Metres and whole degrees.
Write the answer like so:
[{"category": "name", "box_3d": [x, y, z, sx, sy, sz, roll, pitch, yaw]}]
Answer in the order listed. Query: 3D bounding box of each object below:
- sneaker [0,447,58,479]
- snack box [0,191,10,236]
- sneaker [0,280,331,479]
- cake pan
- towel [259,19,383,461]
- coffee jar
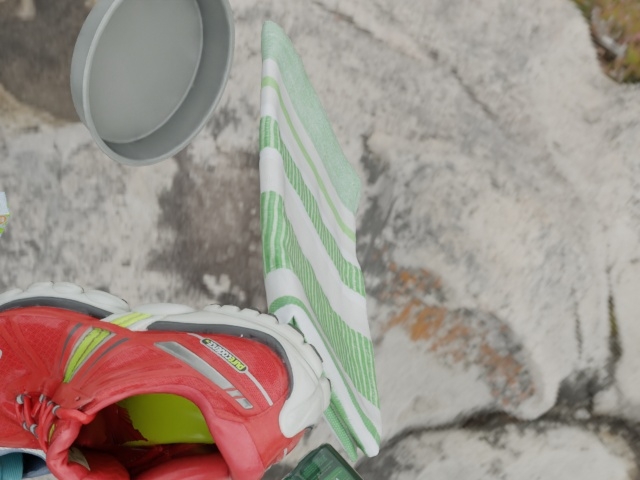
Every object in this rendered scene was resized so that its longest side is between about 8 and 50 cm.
[{"category": "sneaker", "box_3d": [-0.272, 0.138, 1.054, 0.283, 0.110, 0.122, 16, 76, 28]}, {"category": "snack box", "box_3d": [-0.461, -0.015, 1.553, 0.141, 0.100, 0.037, -5, 62, -33]}, {"category": "sneaker", "box_3d": [-0.134, 0.093, 0.737, 0.279, 0.107, 0.118, -4, 26, 29]}, {"category": "cake pan", "box_3d": [-0.236, -0.249, 1.783, 0.054, 0.293, 0.293, 26, 62, 31]}, {"category": "towel", "box_3d": [0.000, 0.000, 1.133, 0.038, 0.248, 0.325, -13, 50, 14]}, {"category": "coffee jar", "box_3d": [0.039, 0.299, 1.290, 0.184, 0.096, 0.079, 43, 58, 15]}]
